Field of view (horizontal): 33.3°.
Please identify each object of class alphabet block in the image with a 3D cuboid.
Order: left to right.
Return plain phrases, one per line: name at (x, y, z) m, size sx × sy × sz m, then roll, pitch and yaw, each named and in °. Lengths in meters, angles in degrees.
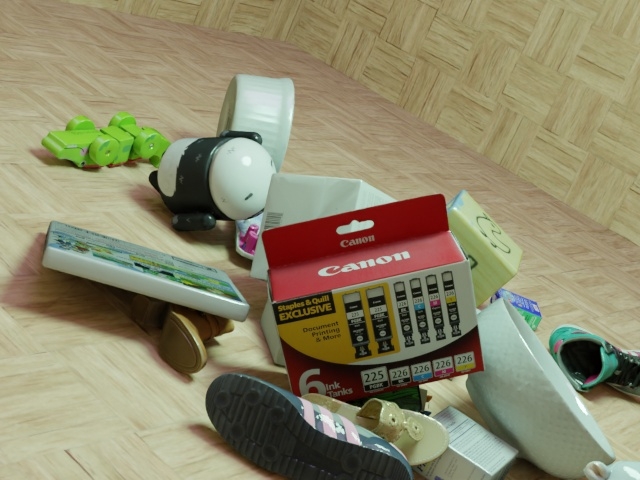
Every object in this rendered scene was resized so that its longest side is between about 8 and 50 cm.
alphabet block at (0.300, 0.037, 2.326) m, size 0.197 × 0.193 × 0.192 m, roll 46°, pitch 22°, yaw -1°

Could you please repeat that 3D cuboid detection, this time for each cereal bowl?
cereal bowl at (0.352, 0.271, 1.833) m, size 0.339 × 0.141 × 0.339 m, roll 51°, pitch 11°, yaw -14°

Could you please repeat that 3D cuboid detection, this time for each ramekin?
ramekin at (-0.164, -0.265, 2.558) m, size 0.135 × 0.277 × 0.277 m, roll 10°, pitch 22°, yaw -14°

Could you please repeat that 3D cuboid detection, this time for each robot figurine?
robot figurine at (-0.217, -0.124, 2.183) m, size 0.278 × 0.209 × 0.174 m, roll 3°, pitch 4°, yaw 38°

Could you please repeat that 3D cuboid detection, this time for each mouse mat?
mouse mat at (0.066, 0.245, 1.733) m, size 0.190 × 0.007 × 0.152 m, roll -2°, pitch 20°, yaw 2°

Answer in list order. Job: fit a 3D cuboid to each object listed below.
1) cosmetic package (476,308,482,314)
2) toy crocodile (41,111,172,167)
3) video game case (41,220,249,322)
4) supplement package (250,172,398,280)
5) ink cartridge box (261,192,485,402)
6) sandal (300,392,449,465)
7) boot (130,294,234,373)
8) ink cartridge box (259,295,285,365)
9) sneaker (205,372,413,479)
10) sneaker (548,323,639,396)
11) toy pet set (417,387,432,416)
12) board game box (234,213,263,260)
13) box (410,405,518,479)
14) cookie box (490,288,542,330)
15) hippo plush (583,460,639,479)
cosmetic package at (0.243, 0.180, 2.123) m, size 0.117 × 0.085 × 0.231 m, roll 27°, pitch 20°, yaw 6°
toy crocodile at (-0.456, -0.205, 2.325) m, size 0.115 × 0.105 × 0.340 m, roll 34°, pitch 26°, yaw 25°
video game case at (-0.298, 0.048, 1.791) m, size 0.329 × 0.036 × 0.300 m, roll 18°, pitch 5°, yaw -15°
supplement package at (0.038, 0.010, 1.981) m, size 0.198 × 0.199 × 0.263 m, roll 7°, pitch -9°, yaw 33°
ink cartridge box at (0.079, 0.096, 1.682) m, size 0.309 × 0.271 × 0.130 m, roll -13°, pitch 24°, yaw -1°
sandal at (0.076, 0.275, 1.600) m, size 0.240 × 0.088 × 0.079 m, roll 13°, pitch -24°, yaw 6°
boot at (-0.196, 0.145, 1.722) m, size 0.152 × 0.073 × 0.197 m, roll 10°, pitch 26°, yaw -46°
ink cartridge box at (0.011, 0.166, 1.878) m, size 0.208 × 0.087 × 0.153 m, roll 16°, pitch 20°, yaw -20°
sneaker at (-0.016, 0.288, 1.535) m, size 0.319 × 0.112 × 0.131 m, roll 29°, pitch 3°, yaw 8°
sneaker at (0.618, 0.269, 2.259) m, size 0.296 × 0.123 × 0.178 m, roll 21°, pitch 13°, yaw 15°
toy pet set at (0.139, 0.281, 1.802) m, size 0.122 × 0.065 × 0.114 m, roll 17°, pitch -15°, yaw -26°
board game box at (0.000, 0.000, 2.317) m, size 0.390 × 0.050 × 0.390 m, roll 23°, pitch 20°, yaw -15°
box at (0.220, 0.339, 1.685) m, size 0.137 × 0.072 × 0.126 m, roll 33°, pitch 21°, yaw 22°
cookie box at (0.456, 0.158, 2.497) m, size 0.107 × 0.040 × 0.092 m, roll 22°, pitch 19°, yaw -4°
hippo plush at (0.429, 0.422, 1.457) m, size 0.234 × 0.236 × 0.294 m, roll 17°, pitch 20°, yaw -20°
